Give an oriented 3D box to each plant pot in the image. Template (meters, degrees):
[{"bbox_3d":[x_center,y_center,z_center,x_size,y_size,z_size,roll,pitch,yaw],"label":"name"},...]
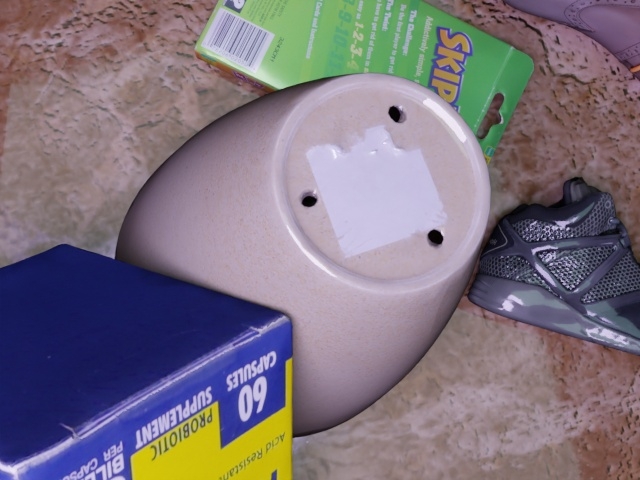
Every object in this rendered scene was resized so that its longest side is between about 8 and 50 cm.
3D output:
[{"bbox_3d":[0.000,0.000,0.658,0.256,0.274,0.256,3,77,-15],"label":"plant pot"}]

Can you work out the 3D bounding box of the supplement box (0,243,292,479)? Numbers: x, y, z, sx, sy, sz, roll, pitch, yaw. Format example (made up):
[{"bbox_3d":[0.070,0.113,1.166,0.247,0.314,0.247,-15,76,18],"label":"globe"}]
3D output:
[{"bbox_3d":[-0.147,0.211,0.581,0.195,0.194,0.356,15,116,32],"label":"supplement box"}]

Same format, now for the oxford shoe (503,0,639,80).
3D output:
[{"bbox_3d":[0.305,-0.155,0.794,0.364,0.130,0.132,14,92,-3],"label":"oxford shoe"}]

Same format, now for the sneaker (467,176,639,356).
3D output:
[{"bbox_3d":[0.246,0.025,0.797,0.227,0.087,0.130,18,92,2],"label":"sneaker"}]

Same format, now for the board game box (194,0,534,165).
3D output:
[{"bbox_3d":[0.039,-0.152,0.816,0.259,0.039,0.124,26,86,0],"label":"board game box"}]
